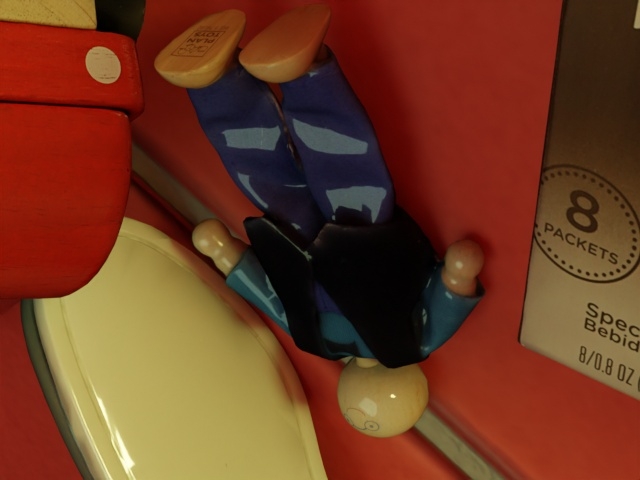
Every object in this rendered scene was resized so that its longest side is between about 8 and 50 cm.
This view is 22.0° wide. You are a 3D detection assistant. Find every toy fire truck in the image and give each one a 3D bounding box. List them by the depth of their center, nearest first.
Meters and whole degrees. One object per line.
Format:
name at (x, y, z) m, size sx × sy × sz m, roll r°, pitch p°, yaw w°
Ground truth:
toy fire truck at (-0.169, 0.015, 0.632) m, size 0.217 × 0.158 × 0.246 m, roll -25°, pitch 69°, yaw 51°

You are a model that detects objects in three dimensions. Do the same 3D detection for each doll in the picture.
doll at (0.000, 0.000, 0.634) m, size 0.129 × 0.046 × 0.189 m, roll 0°, pitch 129°, yaw 33°

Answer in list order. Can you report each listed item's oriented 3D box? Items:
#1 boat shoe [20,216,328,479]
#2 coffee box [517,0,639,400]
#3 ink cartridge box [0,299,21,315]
boat shoe at (-0.048, 0.132, 0.743) m, size 0.099 × 0.116 × 0.319 m, roll -13°, pitch 118°, yaw 45°
coffee box at (0.204, -0.008, 0.363) m, size 0.297 × 0.119 × 0.168 m, roll 26°, pitch 136°, yaw 25°
ink cartridge box at (-0.251, 0.039, 0.790) m, size 0.067 × 0.198 × 0.115 m, roll -23°, pitch 105°, yaw 52°
